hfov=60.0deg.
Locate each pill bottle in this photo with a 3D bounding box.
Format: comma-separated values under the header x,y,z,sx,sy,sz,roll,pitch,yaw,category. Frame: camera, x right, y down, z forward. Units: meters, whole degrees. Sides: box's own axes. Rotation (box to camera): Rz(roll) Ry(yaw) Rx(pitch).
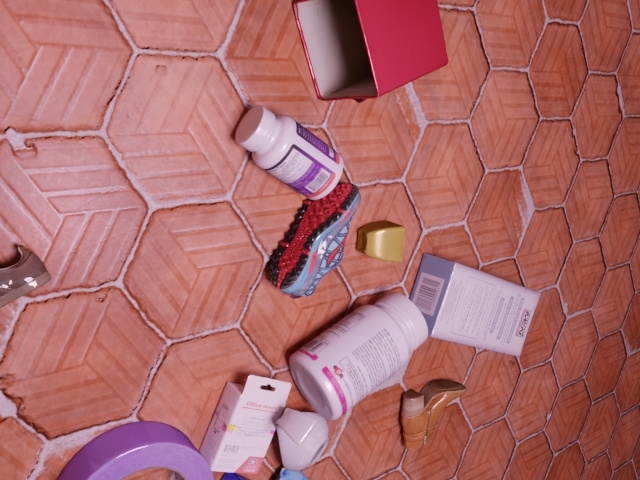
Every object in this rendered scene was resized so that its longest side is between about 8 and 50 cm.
x,y,z,sx,sy,sz,roll,pitch,yaw,category
0.087,0.239,1.195,0.283,0.160,0.160,-31,117,-25,pill bottle
-0.058,-0.164,1.027,0.193,0.108,0.108,31,83,-36,pill bottle

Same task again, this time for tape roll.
x,y,z,sx,sy,sz,roll,pitch,yaw,category
-0.333,0.474,0.999,0.275,0.090,0.275,-9,106,-34,tape roll

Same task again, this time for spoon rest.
x,y,z,sx,sy,sz,roll,pitch,yaw,category
-0.040,0.404,1.153,0.137,0.084,0.276,-49,157,-22,spoon rest

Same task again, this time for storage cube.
x,y,z,sx,sy,sz,roll,pitch,yaw,category
0.095,-0.384,1.038,0.193,0.183,0.215,-31,117,-27,storage cube

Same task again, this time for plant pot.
x,y,z,sx,sy,sz,roll,pitch,yaw,category
0.127,0.003,1.219,0.083,0.081,0.081,-2,102,-23,plant pot

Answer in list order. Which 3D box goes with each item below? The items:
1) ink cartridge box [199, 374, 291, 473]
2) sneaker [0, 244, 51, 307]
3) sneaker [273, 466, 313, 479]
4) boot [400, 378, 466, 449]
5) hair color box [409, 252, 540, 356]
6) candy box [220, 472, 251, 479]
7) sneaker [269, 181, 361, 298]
x,y,z,sx,sy,sz,roll,pitch,yaw,category
-0.149,0.359,1.114,0.115,0.067,0.198,24,88,-37,ink cartridge box
-0.501,0.077,0.812,0.188,0.066,0.071,-34,102,-30,sneaker
-0.039,0.554,1.234,0.162,0.073,0.063,41,77,-35,sneaker
0.292,0.453,1.448,0.197,0.073,0.152,-8,105,-21,boot
0.396,0.171,1.426,0.374,0.113,0.185,18,91,-36,hair color box
-0.140,0.641,1.032,0.122,0.317,0.268,41,77,-35,candy box
0.000,0.000,1.133,0.262,0.104,0.125,-54,142,-7,sneaker
